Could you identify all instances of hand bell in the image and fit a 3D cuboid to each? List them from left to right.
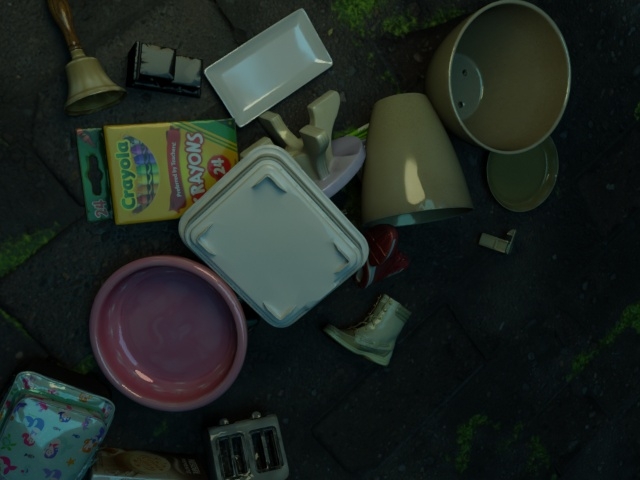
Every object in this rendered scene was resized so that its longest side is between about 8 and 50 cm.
[{"bbox_3d":[-0.479,-0.378,1.199,0.126,0.126,0.242,-22,93,-18],"label":"hand bell"}]

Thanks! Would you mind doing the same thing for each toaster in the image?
[{"bbox_3d":[-0.172,0.492,1.399,0.168,0.110,0.186,-6,64,-20],"label":"toaster"}]

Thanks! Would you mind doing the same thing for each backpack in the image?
[{"bbox_3d":[-0.552,0.393,1.234,0.225,0.191,0.254,29,92,-24],"label":"backpack"}]

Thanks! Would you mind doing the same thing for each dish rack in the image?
[{"bbox_3d":[-0.092,0.009,1.246,0.285,0.072,0.333,-41,106,11],"label":"dish rack"}]

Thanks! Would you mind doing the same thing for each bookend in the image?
[{"bbox_3d":[-0.299,-0.336,1.233,0.157,0.156,0.072,4,96,-24],"label":"bookend"}]

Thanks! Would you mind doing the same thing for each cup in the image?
[{"bbox_3d":[0.376,-0.369,1.459,0.330,0.237,0.331,-3,98,-22],"label":"cup"}]

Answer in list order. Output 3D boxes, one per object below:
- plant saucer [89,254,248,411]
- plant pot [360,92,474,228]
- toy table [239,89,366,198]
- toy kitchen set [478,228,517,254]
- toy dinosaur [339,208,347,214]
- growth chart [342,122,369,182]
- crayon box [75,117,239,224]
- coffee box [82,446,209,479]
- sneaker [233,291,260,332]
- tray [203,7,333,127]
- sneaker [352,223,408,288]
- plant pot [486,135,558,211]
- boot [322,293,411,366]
[{"bbox_3d":[-0.309,0.188,1.293,0.331,0.084,0.332,1,102,6],"label":"plant saucer"},{"bbox_3d":[0.201,-0.183,1.412,0.256,0.256,0.274,-5,83,-21],"label":"plant pot"},{"bbox_3d":[-0.039,-0.186,1.329,0.274,0.252,0.161,-47,129,-24],"label":"toy table"},{"bbox_3d":[0.481,-0.007,1.671,0.083,0.075,0.068,10,99,-63],"label":"toy kitchen set"},{"bbox_3d":[0.000,0.000,1.474,0.183,0.053,0.093,-38,95,-20],"label":"toy dinosaur"},{"bbox_3d":[0.154,-0.185,1.516,0.172,0.021,0.237,-36,110,-14],"label":"growth chart"},{"bbox_3d":[-0.330,-0.144,1.291,0.318,0.081,0.202,-9,102,-20],"label":"crayon box"},{"bbox_3d":[-0.382,0.528,1.342,0.246,0.141,0.098,14,92,-25],"label":"coffee box"},{"bbox_3d":[-0.212,0.184,1.367,0.108,0.121,0.302,36,84,-23],"label":"sneaker"},{"bbox_3d":[-0.113,-0.382,1.371,0.270,0.030,0.145,-37,109,-13],"label":"tray"},{"bbox_3d":[0.161,0.022,1.478,0.128,0.221,0.087,-18,65,-30],"label":"sneaker"},{"bbox_3d":[0.536,-0.196,1.664,0.236,0.032,0.237,-3,100,-21],"label":"plant pot"},{"bbox_3d":[0.118,0.203,1.530,0.213,0.077,0.165,29,87,-28],"label":"boot"}]
